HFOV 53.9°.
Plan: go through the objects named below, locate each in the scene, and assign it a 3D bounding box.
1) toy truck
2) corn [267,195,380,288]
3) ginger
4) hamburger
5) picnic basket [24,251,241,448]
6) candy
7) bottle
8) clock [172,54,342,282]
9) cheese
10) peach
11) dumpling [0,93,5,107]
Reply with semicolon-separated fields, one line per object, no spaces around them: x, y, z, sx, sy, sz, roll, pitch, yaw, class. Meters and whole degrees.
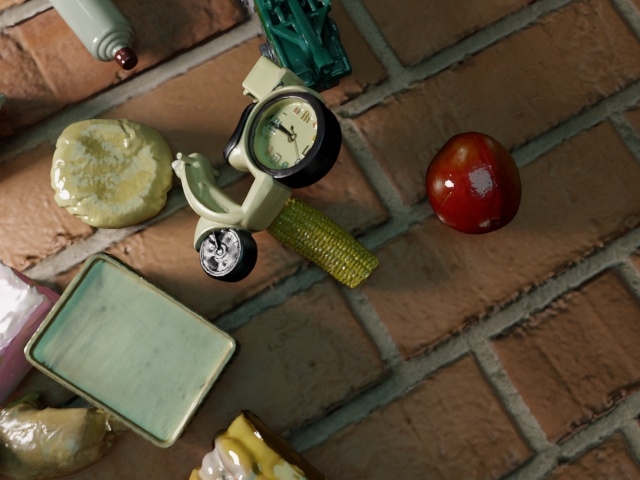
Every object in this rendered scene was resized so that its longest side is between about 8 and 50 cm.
-0.054;-0.454;1.272;0.176;0.178;0.364;-23;77;-6;toy truck
0.000;0.000;1.218;0.244;0.093;0.093;33;79;4;corn
-0.476;0.349;1.109;0.267;0.138;0.152;8;73;5;ginger
-0.103;0.447;1.039;0.276;0.276;0.237;40;78;6;hamburger
-0.325;0.190;1.130;0.312;0.175;0.228;33;78;1;picnic basket
-0.593;0.182;1.136;0.155;0.116;0.265;31;76;24;candy
-0.459;-0.450;1.293;0.104;0.104;0.245;-38;82;-9;bottle
-0.134;-0.134;1.175;0.379;0.120;0.276;-49;61;7;clock
-0.400;-0.129;1.224;0.225;0.117;0.214;5;84;-5;cheese
0.294;-0.099;1.200;0.197;0.197;0.198;0;78;-2;peach
-0.767;-0.174;1.190;0.320;0.270;0.212;-5;101;-27;dumpling
